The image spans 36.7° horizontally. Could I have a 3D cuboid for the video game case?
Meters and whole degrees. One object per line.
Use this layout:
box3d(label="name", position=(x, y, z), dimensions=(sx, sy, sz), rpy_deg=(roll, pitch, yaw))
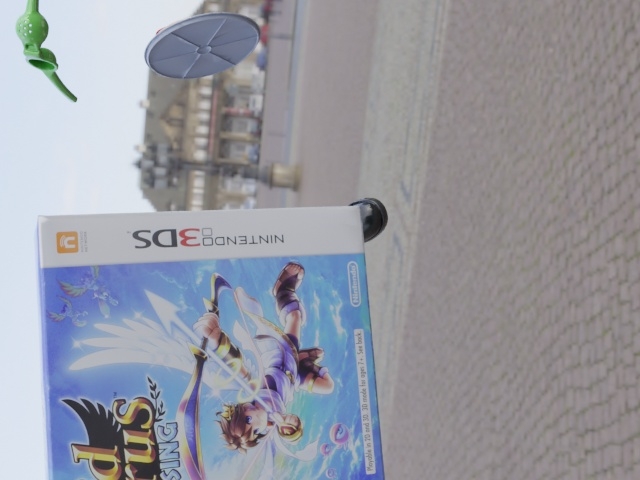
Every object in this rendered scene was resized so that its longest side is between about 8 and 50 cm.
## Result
box3d(label="video game case", position=(-0.080, 0.112, 0.715), dimensions=(0.061, 0.244, 0.269), rpy_deg=(153, 113, -71))

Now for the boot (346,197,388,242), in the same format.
box3d(label="boot", position=(0.000, -0.001, 0.998), dimensions=(0.121, 0.099, 0.045), rpy_deg=(-20, 95, 44))

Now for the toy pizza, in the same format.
box3d(label="toy pizza", position=(-0.200, -0.334, 1.627), dimensions=(0.201, 0.201, 0.032), rpy_deg=(108, 146, -71))

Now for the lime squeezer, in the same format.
box3d(label="lime squeezer", position=(-0.482, -0.345, 1.663), dimensions=(0.110, 0.059, 0.310), rpy_deg=(-96, 2, -49))
